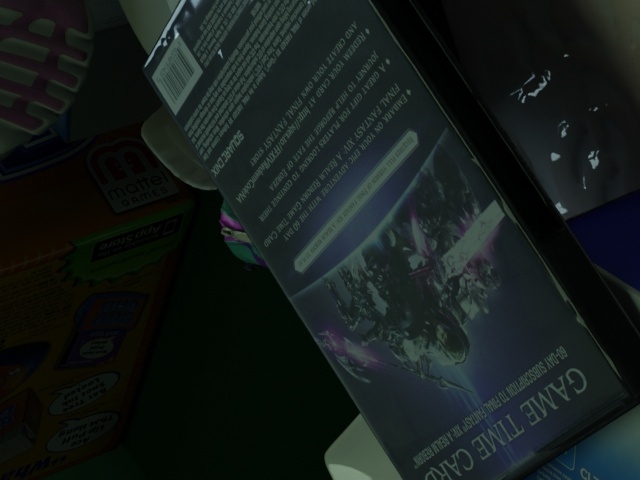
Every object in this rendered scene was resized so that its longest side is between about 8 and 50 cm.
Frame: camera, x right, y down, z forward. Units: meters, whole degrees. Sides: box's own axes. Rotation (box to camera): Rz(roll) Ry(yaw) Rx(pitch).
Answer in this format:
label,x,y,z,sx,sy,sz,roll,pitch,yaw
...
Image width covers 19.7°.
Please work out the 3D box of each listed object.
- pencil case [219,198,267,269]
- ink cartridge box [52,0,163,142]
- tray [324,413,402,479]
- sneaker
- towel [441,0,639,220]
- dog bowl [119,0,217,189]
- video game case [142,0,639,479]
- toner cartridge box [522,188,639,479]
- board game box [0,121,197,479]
label,x,y,z,sx,sy,sz,roll,pitch,yaw
pencil case,0.000,0.000,1.112,0.152,0.070,0.064,19,123,53
ink cartridge box,-0.173,-0.153,1.289,0.143,0.090,0.092,46,143,35
tray,0.087,0.137,1.089,0.145,0.030,0.270,60,149,16
sneaker,-0.227,-0.088,1.173,0.236,0.095,0.104,-52,28,27
towel,0.177,-0.051,0.801,0.317,0.053,0.331,-9,100,59
dog bowl,-0.064,-0.207,1.011,0.349,0.102,0.348,162,90,-72
video game case,0.024,-0.015,0.824,0.274,0.026,0.196,57,149,9
toner cartridge box,0.220,0.126,0.718,0.348,0.075,0.165,35,136,44
board game box,-0.363,-0.004,1.427,0.356,0.357,0.356,55,147,25
